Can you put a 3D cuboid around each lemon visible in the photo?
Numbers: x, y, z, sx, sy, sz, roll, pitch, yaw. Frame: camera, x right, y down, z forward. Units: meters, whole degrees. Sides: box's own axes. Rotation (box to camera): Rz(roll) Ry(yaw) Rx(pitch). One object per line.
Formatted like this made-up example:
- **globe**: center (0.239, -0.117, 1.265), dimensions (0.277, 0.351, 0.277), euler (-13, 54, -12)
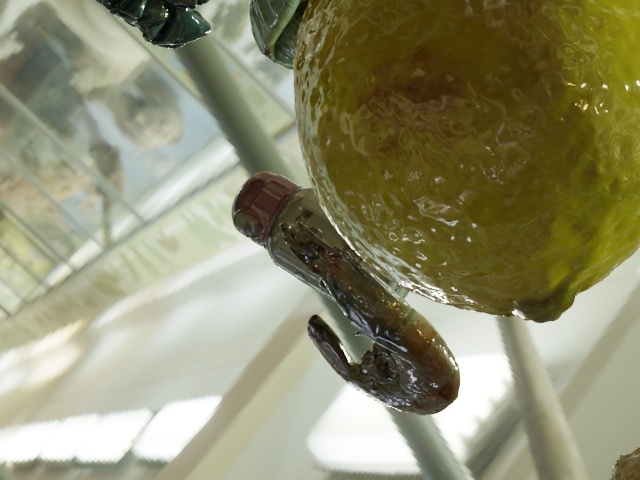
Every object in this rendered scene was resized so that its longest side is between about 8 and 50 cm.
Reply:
- **lemon**: center (0.103, -0.090, 0.779), dimensions (0.267, 0.267, 0.267), euler (-44, -170, 10)

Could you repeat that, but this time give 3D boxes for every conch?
- **conch**: center (-0.021, -0.242, 1.285), dimensions (0.135, 0.102, 0.153), euler (-27, 147, -46)

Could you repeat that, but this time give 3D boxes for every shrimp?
- **shrimp**: center (0.033, 0.082, 1.232), dimensions (0.143, 0.251, 0.052), euler (-28, -167, 44)

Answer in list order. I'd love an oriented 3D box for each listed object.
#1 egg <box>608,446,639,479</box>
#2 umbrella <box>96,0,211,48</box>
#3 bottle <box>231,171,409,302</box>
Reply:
- **egg**: center (0.386, 0.294, 1.446), dimensions (0.118, 0.116, 0.140), euler (10, -161, 29)
- **umbrella**: center (-0.141, -0.397, 1.483), dimensions (0.094, 0.143, 0.349), euler (33, -83, 42)
- **bottle**: center (0.000, 0.000, 1.514), dimensions (0.110, 0.233, 0.110), euler (-52, 162, -24)
